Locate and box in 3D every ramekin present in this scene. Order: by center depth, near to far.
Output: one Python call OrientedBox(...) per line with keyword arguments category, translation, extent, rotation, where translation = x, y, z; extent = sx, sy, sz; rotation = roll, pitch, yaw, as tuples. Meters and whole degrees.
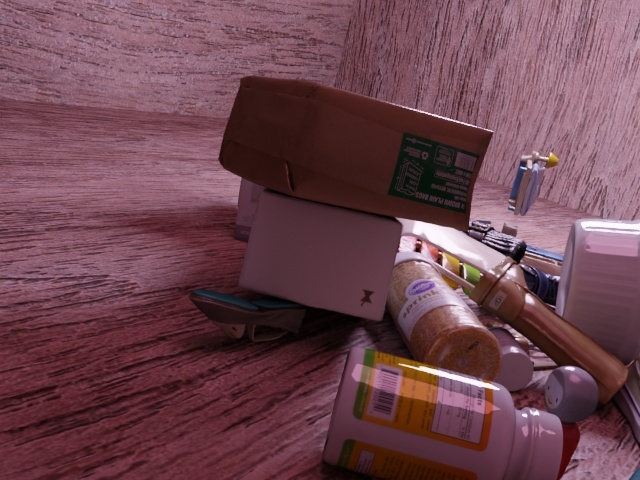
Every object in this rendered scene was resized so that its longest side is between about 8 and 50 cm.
OrientedBox(category="ramekin", translation=(0.530, 0.088, 1.449), extent=(0.135, 0.277, 0.277), rotation=(8, 13, 13))

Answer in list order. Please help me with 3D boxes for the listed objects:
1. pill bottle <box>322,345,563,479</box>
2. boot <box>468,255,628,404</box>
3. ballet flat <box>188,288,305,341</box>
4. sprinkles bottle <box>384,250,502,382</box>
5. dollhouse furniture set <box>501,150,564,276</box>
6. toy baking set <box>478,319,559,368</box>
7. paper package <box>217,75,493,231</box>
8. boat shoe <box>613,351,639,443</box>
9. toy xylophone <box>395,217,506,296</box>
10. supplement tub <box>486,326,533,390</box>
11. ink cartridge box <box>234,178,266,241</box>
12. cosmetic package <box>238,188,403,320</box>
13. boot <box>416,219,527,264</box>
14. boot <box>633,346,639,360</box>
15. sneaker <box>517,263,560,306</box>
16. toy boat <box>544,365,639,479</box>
OrientedBox(category="pill bottle", translation=(0.136, 0.214, 0.862), extent=(0.245, 0.137, 0.136), rotation=(15, 15, 3))
OrientedBox(category="boot", translation=(0.391, 0.150, 1.307), extent=(0.269, 0.089, 0.236), rotation=(38, 22, 16))
OrientedBox(category="ballet flat", translation=(-0.106, 0.116, 1.128), extent=(0.213, 0.068, 0.072), rotation=(10, 6, -46))
OrientedBox(category="sprinkles bottle", translation=(0.183, 0.127, 1.263), extent=(0.121, 0.121, 0.355), rotation=(11, 15, -12))
OrientedBox(category="dollhouse furniture set", translation=(0.581, -0.064, 1.975), extent=(0.198, 0.304, 0.286), rotation=(16, 15, 11))
OrientedBox(category="toy baking set", translation=(0.344, 0.181, 1.382), extent=(0.256, 0.030, 0.196), rotation=(22, 17, 29))
OrientedBox(category="paper package", translation=(0.049, -0.142, 1.221), extent=(0.324, 0.168, 0.309), rotation=(10, 8, -28))
OrientedBox(category="boat shoe", translation=(0.522, 0.255, 1.145), extent=(0.109, 0.094, 0.302), rotation=(12, 15, -5))
OrientedBox(category="toy xylophone", translation=(0.262, 0.051, 1.543), extent=(0.322, 0.081, 0.236), rotation=(31, 27, 4))
OrientedBox(category="supplement tub", translation=(0.294, 0.189, 1.232), extent=(0.070, 0.071, 0.107), rotation=(12, 14, -5))
OrientedBox(category="ink cartridge box", translation=(-0.014, -0.110, 1.683), extent=(0.309, 0.272, 0.130), rotation=(10, 0, 9))
OrientedBox(category="cosmetic package", translation=(0.000, 0.000, 1.370), extent=(0.229, 0.162, 0.453), rotation=(13, 6, -2))
OrientedBox(category="boot", translation=(0.313, 0.022, 1.762), extent=(0.260, 0.131, 0.348), rotation=(35, 36, 21))
OrientedBox(category="boot", translation=(0.614, 0.236, 1.292), extent=(0.123, 0.095, 0.258), rotation=(12, 14, -35))
OrientedBox(category="sneaker", translation=(0.502, 0.111, 1.649), extent=(0.226, 0.086, 0.163), rotation=(14, 0, 43))
OrientedBox(category="toy boat", translation=(0.381, 0.268, 0.860), extent=(0.318, 0.148, 0.267), rotation=(26, 19, 38))
